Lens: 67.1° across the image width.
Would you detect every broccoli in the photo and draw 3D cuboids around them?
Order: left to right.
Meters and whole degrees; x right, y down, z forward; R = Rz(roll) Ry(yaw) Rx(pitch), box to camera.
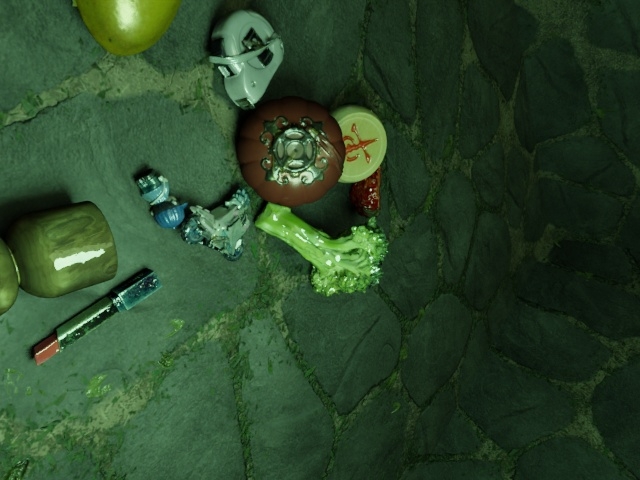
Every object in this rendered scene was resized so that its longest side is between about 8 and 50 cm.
[{"bbox_3d":[-0.001,0.029,1.508,0.275,0.396,0.353,-83,177,-53],"label":"broccoli"}]

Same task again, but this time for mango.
[{"bbox_3d":[-0.399,-0.603,0.958,0.301,0.220,0.446,-10,109,-47],"label":"mango"}]

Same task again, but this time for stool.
[{"bbox_3d":[-0.562,0.034,0.944,0.264,0.179,0.179,-20,113,-42],"label":"stool"}]

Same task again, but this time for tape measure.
[{"bbox_3d":[-0.195,-0.498,1.269,0.197,0.120,0.236,45,62,-40],"label":"tape measure"}]

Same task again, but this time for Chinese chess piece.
[{"bbox_3d":[0.095,-0.309,1.558,0.250,0.097,0.251,-10,117,-20],"label":"Chinese chess piece"}]

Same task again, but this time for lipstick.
[{"bbox_3d":[-0.516,0.170,1.116,0.312,0.051,0.051,-38,125,-33],"label":"lipstick"}]

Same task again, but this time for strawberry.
[{"bbox_3d":[0.159,-0.198,1.714,0.190,0.111,0.237,55,38,-72],"label":"strawberry"}]

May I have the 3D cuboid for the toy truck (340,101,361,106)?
[{"bbox_3d":[0.122,-0.371,1.658,0.088,0.074,0.202,-44,127,-38],"label":"toy truck"}]

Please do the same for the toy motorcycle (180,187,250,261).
[{"bbox_3d":[-0.261,-0.061,1.299,0.239,0.108,0.204,44,68,-73],"label":"toy motorcycle"}]

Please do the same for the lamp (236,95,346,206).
[{"bbox_3d":[-0.080,-0.243,1.329,0.302,0.257,0.304,-1,97,-8],"label":"lamp"}]

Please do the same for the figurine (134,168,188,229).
[{"bbox_3d":[-0.386,-0.101,1.179,0.086,0.087,0.149,-26,123,2],"label":"figurine"}]
